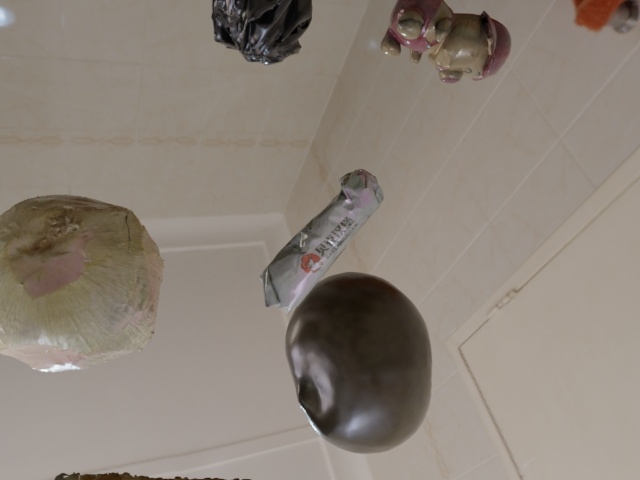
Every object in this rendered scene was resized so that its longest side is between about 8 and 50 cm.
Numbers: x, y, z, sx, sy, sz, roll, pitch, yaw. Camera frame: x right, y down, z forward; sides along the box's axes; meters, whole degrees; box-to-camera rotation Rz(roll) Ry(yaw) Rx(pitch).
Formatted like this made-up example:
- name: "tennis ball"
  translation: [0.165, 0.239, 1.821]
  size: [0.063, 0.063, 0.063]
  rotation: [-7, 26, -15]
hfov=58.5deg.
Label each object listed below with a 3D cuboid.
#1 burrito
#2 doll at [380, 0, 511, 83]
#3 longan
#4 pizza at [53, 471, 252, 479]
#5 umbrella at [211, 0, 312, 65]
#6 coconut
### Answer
- name: "burrito"
  translation: [0.000, 0.000, 0.695]
  size: [0.064, 0.203, 0.064]
  rotation: [37, -168, -10]
- name: "doll"
  translation: [0.260, -0.402, 1.149]
  size: [0.256, 0.152, 0.196]
  rotation: [16, -150, -12]
- name: "longan"
  translation: [0.079, 0.229, 1.109]
  size: [0.288, 0.288, 0.350]
  rotation: [-2, -110, -23]
- name: "pizza"
  translation: [-0.288, 0.543, 0.931]
  size: [0.435, 0.080, 0.392]
  rotation: [2, -160, -2]
- name: "umbrella"
  translation: [-0.089, -0.352, 0.580]
  size: [0.118, 0.118, 0.340]
  rotation: [-20, -77, -33]
- name: "coconut"
  translation: [-0.400, 0.068, 0.917]
  size: [0.297, 0.254, 0.297]
  rotation: [3, -105, -13]
